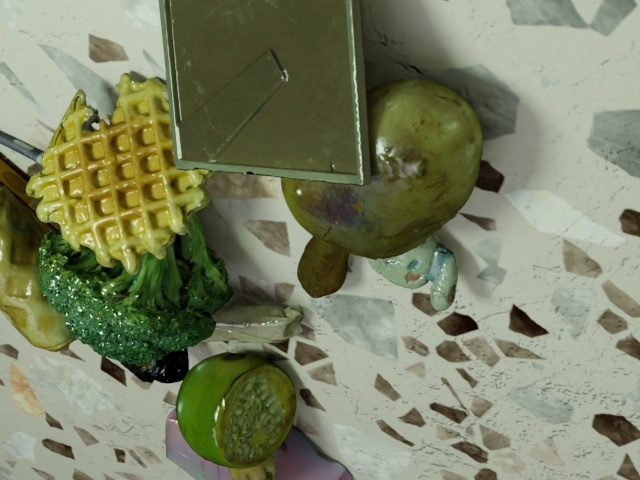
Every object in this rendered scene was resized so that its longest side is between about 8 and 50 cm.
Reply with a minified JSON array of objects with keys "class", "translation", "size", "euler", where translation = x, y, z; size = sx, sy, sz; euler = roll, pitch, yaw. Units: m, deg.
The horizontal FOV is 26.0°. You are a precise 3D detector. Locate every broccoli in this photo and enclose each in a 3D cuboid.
[{"class":"broccoli","translation":[-0.274,0.039,2.039],"size":[0.307,0.308,0.275],"euler":[15,108,24]}]

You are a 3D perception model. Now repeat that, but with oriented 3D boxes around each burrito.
[{"class":"burrito","translation":[-0.153,0.127,2.168],"size":[0.275,0.059,0.082],"euler":[1,155,20]}]

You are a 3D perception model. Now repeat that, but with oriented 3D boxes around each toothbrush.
[{"class":"toothbrush","translation":[-0.535,-0.178,2.183],"size":[0.288,0.024,0.026],"euler":[26,130,12]}]

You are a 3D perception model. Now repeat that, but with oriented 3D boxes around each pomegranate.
[{"class":"pomegranate","translation":[-0.139,0.285,2.286],"size":[0.159,0.190,0.241],"euler":[12,155,45]}]

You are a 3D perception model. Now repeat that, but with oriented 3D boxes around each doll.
[{"class":"doll","translation":[0.106,0.006,1.858],"size":[0.214,0.071,0.103],"euler":[44,122,-1]}]

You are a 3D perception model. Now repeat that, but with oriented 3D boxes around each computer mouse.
[{"class":"computer mouse","translation":[-0.294,0.137,2.283],"size":[0.077,0.146,0.241],"euler":[-39,105,25]}]

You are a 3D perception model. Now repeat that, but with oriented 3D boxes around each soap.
[{"class":"soap","translation":[-0.109,0.395,2.446],"size":[0.323,0.109,0.193],"euler":[23,143,13]}]

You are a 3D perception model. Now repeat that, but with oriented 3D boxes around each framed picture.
[{"class":"framed picture","translation":[-0.073,-0.197,1.657],"size":[0.335,0.022,0.247],"euler":[7,106,45]}]

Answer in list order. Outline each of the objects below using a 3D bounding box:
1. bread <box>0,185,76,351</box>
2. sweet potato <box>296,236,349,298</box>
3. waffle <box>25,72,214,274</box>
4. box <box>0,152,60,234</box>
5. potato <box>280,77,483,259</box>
[{"class":"bread","translation":[-0.456,0.055,2.140],"size":[0.130,0.152,0.268],"euler":[-31,108,16]},{"class":"sweet potato","translation":[0.005,0.001,1.941],"size":[0.081,0.062,0.233],"euler":[22,140,18]},{"class":"waffle","translation":[-0.266,-0.096,1.903],"size":[0.250,0.261,0.056],"euler":[30,180,15]},{"class":"box","translation":[-0.524,-0.018,2.253],"size":[0.301,0.084,0.193],"euler":[40,120,-9]},{"class":"potato","translation":[0.078,-0.085,1.685],"size":[0.210,0.173,0.307],"euler":[47,146,-5]}]
